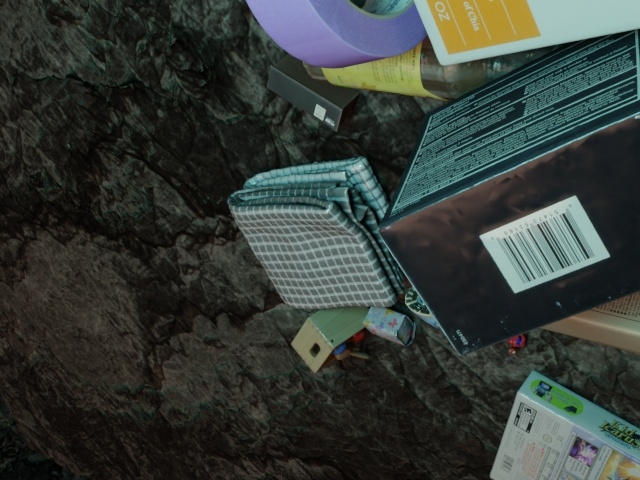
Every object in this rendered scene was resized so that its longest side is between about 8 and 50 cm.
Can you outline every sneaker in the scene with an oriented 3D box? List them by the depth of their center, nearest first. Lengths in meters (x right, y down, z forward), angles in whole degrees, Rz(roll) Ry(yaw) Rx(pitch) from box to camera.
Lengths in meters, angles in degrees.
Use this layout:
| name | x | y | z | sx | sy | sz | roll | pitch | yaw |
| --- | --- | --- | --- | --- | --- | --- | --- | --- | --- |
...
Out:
| name | x | y | z | sx | sy | sz | roll | pitch | yaw |
| --- | --- | --- | --- | --- | --- | --- | --- | --- | --- |
| sneaker | 0.216 | 0.121 | 1.599 | 0.162 | 0.063 | 0.073 | 27 | 167 | 15 |

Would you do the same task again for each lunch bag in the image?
| name | x | y | z | sx | sy | sz | roll | pitch | yaw |
| --- | --- | --- | --- | --- | --- | --- | --- | --- | --- |
| lunch bag | 0.122 | 0.147 | 1.708 | 0.071 | 0.053 | 0.083 | 19 | 163 | 30 |

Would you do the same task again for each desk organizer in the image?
| name | x | y | z | sx | sy | sz | roll | pitch | yaw |
| --- | --- | --- | --- | --- | --- | --- | --- | --- | --- |
| desk organizer | -0.011 | -0.223 | 1.468 | 0.130 | 0.050 | 0.047 | 34 | 143 | 14 |

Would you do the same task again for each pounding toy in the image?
| name | x | y | z | sx | sy | sz | roll | pitch | yaw |
| --- | --- | --- | --- | --- | --- | --- | --- | --- | --- |
| pounding toy | 0.034 | 0.176 | 1.773 | 0.100 | 0.130 | 0.141 | 50 | 146 | 14 |

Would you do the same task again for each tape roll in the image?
| name | x | y | z | sx | sy | sz | roll | pitch | yaw |
| --- | --- | --- | --- | --- | --- | --- | --- | --- | --- |
| tape roll | 0.027 | -0.338 | 1.122 | 0.090 | 0.275 | 0.275 | -4 | 123 | 46 |

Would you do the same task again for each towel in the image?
| name | x | y | z | sx | sy | sz | roll | pitch | yaw |
| --- | --- | --- | --- | --- | --- | --- | --- | --- | --- |
| towel | 0.000 | 0.000 | 1.622 | 0.284 | 0.121 | 0.235 | -2 | 125 | 45 |

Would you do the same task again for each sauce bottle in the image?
| name | x | y | z | sx | sy | sz | roll | pitch | yaw |
| --- | --- | --- | --- | --- | --- | --- | --- | --- | --- |
| sauce bottle | 0.139 | -0.234 | 1.256 | 0.344 | 0.111 | 0.111 | 15 | 135 | 33 |

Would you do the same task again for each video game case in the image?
| name | x | y | z | sx | sy | sz | roll | pitch | yaw |
| --- | --- | --- | --- | --- | --- | --- | --- | --- | --- |
| video game case | 0.420 | 0.367 | 1.628 | 0.244 | 0.061 | 0.269 | 29 | 142 | 22 |

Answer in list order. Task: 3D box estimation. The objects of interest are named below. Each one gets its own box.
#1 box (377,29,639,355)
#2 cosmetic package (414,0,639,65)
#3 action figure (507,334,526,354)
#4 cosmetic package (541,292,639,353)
| name | x | y | z | sx | sy | sz | roll | pitch | yaw |
| --- | --- | --- | --- | --- | --- | --- | --- | --- | --- |
| box | 0.252 | -0.069 | 1.041 | 0.296 | 0.294 | 0.182 | -24 | 111 | 28 |
| cosmetic package | 0.289 | -0.336 | 0.968 | 0.453 | 0.161 | 0.230 | -3 | 123 | 45 |
| action figure | 0.304 | 0.137 | 1.543 | 0.038 | 0.030 | 0.115 | 18 | 139 | 25 |
| cosmetic package | 0.397 | 0.054 | 1.227 | 0.309 | 0.160 | 0.113 | 14 | 167 | 39 |
